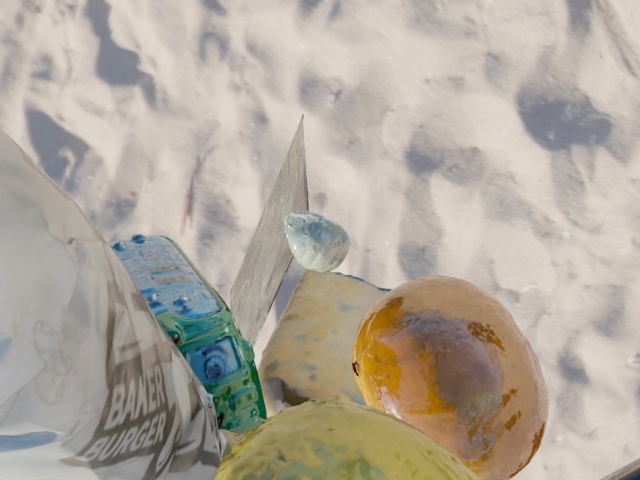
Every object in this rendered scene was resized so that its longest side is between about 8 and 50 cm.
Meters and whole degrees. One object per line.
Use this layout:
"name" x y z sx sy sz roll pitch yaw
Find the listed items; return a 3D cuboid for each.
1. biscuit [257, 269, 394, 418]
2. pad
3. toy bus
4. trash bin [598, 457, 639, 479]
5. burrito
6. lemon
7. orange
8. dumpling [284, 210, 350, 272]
"biscuit" 0.111 0.230 1.685 0.429 0.446 0.104 14 126 10
"pad" -0.081 0.032 1.429 0.248 0.007 0.368 -93 21 -49
"toy bus" -0.194 0.124 1.177 0.343 0.183 0.199 -142 39 -60
"trash bin" 0.501 0.441 1.573 0.225 0.115 0.165 -27 80 -12
"burrito" -0.120 0.071 0.505 0.101 0.445 0.139 -34 71 -9
"lemon" 0.023 0.251 0.734 0.320 0.245 0.245 41 109 12
"orange" 0.166 0.184 1.274 0.226 0.284 0.284 -26 74 5
"dumpling" -0.001 0.000 0.997 0.059 0.043 0.077 -19 103 20
